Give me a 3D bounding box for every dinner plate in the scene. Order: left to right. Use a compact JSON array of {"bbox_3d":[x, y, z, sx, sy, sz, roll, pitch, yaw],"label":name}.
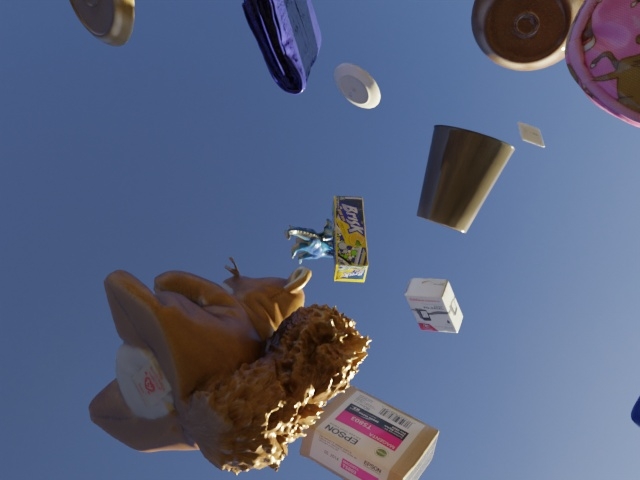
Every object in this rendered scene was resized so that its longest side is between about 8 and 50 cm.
[{"bbox_3d":[0.090,-0.392,1.422,0.141,0.141,0.017,43,-111,-12],"label":"dinner plate"}]

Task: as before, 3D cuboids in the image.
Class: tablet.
[{"bbox_3d":[0.459,-0.232,1.206,0.054,0.006,0.083,19,-140,-3],"label":"tablet"}]

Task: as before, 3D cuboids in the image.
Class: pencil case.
[{"bbox_3d":[0.362,-0.202,0.569,0.160,0.167,0.386,43,-148,13],"label":"pencil case"}]

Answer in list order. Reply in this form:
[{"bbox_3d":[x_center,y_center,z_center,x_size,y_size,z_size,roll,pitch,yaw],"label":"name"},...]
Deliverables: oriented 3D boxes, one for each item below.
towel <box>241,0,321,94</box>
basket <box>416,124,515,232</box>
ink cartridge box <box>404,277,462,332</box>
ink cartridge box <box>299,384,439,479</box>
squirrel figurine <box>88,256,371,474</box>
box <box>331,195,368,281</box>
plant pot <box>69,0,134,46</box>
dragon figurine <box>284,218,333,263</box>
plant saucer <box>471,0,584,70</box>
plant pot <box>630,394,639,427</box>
[{"bbox_3d":[-0.077,-0.462,1.167,0.308,0.076,0.227,-77,-29,-53],"label":"towel"},{"bbox_3d":[0.334,-0.144,1.348,0.154,0.205,0.226,11,-81,-63],"label":"basket"},{"bbox_3d":[0.302,0.173,1.472,0.150,0.109,0.063,60,-135,-35],"label":"ink cartridge box"},{"bbox_3d":[0.107,0.431,1.185,0.193,0.235,0.088,-22,-53,-56],"label":"ink cartridge box"},{"bbox_3d":[-0.116,0.184,0.924,0.371,0.397,0.280,-18,-57,-55],"label":"squirrel figurine"},{"bbox_3d":[0.053,-0.006,1.039,0.059,0.054,0.168,3,-129,-4],"label":"box"},{"bbox_3d":[-0.445,-0.499,1.082,0.032,0.236,0.236,-31,-87,-38],"label":"plant pot"},{"bbox_3d":[0.000,0.000,1.382,0.144,0.289,0.085,-9,-111,9],"label":"dragon figurine"},{"bbox_3d":[0.361,-0.382,0.962,0.199,0.199,0.036,40,-134,-13],"label":"plant saucer"},{"bbox_3d":[0.443,0.132,0.420,0.236,0.212,0.235,33,-91,-3],"label":"plant pot"}]
